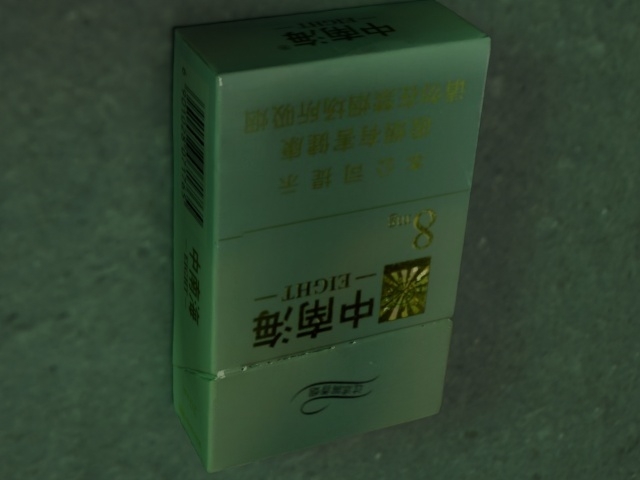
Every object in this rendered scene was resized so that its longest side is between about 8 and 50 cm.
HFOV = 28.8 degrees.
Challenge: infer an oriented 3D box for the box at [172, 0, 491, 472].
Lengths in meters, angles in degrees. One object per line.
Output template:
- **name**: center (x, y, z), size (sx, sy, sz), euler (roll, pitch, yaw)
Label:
- **box**: center (0.000, 0.000, 0.676), size (0.155, 0.067, 0.243), euler (-11, 124, -22)
